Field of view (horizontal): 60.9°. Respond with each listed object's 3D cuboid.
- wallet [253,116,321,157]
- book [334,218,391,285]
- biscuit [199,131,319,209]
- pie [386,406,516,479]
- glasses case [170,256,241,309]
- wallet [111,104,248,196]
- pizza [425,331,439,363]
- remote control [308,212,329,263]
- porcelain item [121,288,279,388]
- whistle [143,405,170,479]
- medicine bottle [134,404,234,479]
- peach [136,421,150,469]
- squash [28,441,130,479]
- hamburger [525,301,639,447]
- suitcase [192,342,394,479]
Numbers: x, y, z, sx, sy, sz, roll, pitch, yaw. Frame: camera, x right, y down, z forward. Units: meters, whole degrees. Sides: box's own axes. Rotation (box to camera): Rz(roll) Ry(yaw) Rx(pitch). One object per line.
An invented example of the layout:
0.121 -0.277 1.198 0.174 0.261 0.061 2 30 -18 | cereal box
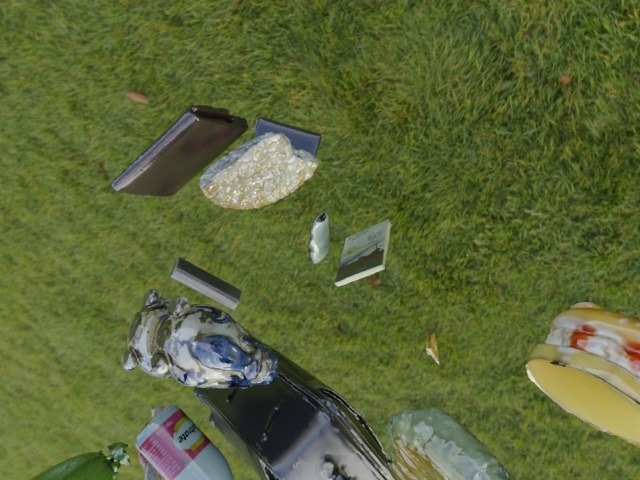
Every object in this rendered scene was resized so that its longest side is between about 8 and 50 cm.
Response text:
-0.130 -0.344 1.956 0.250 0.044 0.149 16 95 4 | wallet
0.160 0.044 2.003 0.201 0.289 0.026 -24 117 26 | book
-0.115 -0.139 1.078 0.040 0.265 0.188 52 138 32 | biscuit
0.182 0.326 0.650 0.306 0.071 0.306 48 156 29 | pie
-0.294 0.112 1.412 0.190 0.072 0.042 31 112 -15 | glasses case
-0.255 -0.158 0.999 0.229 0.182 0.049 -37 81 21 | wallet
0.360 0.356 1.758 0.026 0.123 0.109 -16 99 20 | pizza
-0.002 -0.001 1.881 0.045 0.097 0.256 33 152 22 | remote control
-0.200 0.168 0.890 0.186 0.138 0.288 25 161 -32 | porcelain item
-0.395 0.572 1.320 0.067 0.327 0.057 7 158 -18 | whistle
-0.197 0.373 0.881 0.216 0.090 0.090 44 127 7 | medicine bottle
-0.455 0.582 1.533 0.172 0.127 0.092 50 174 25 | peach
-0.394 0.380 0.710 0.101 0.378 0.102 6 105 26 | squash
0.555 0.235 1.014 0.261 0.186 0.303 38 167 3 | hamburger
-0.047 0.353 0.986 0.283 0.194 0.433 55 161 -23 | suitcase
